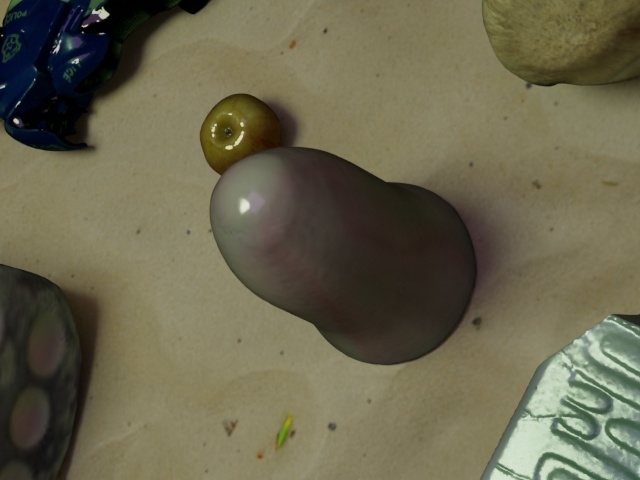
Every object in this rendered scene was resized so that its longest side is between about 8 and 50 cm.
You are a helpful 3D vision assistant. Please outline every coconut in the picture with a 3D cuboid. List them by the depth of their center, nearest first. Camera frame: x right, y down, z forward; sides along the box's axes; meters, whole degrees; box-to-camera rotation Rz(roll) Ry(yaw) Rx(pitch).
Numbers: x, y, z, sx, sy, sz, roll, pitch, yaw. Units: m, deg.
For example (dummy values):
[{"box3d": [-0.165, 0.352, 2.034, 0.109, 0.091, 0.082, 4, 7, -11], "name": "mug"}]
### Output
[{"box3d": [0.232, -0.232, 1.191, 0.224, 0.224, 0.224, -6, 76, 24], "name": "coconut"}]

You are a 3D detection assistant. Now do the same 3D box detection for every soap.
[{"box3d": [0.234, 0.163, 1.156, 0.145, 0.091, 0.230, 28, 92, 27], "name": "soap"}]

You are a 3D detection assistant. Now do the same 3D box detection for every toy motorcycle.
[{"box3d": [-0.250, -0.217, 1.455, 0.331, 0.125, 0.196, -38, 67, 16], "name": "toy motorcycle"}]

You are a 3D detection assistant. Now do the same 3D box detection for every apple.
[{"box3d": [-0.079, -0.101, 1.370, 0.084, 0.071, 0.084, -6, 77, 25], "name": "apple"}]

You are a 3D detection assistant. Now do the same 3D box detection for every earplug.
[{"box3d": [0.000, 0.000, 1.182, 0.172, 0.301, 0.172, -6, 76, 24], "name": "earplug"}]

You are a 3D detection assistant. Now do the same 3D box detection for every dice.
[{"box3d": [-0.413, 0.139, 1.359, 0.271, 0.270, 0.270, 9, 83, 26], "name": "dice"}]
